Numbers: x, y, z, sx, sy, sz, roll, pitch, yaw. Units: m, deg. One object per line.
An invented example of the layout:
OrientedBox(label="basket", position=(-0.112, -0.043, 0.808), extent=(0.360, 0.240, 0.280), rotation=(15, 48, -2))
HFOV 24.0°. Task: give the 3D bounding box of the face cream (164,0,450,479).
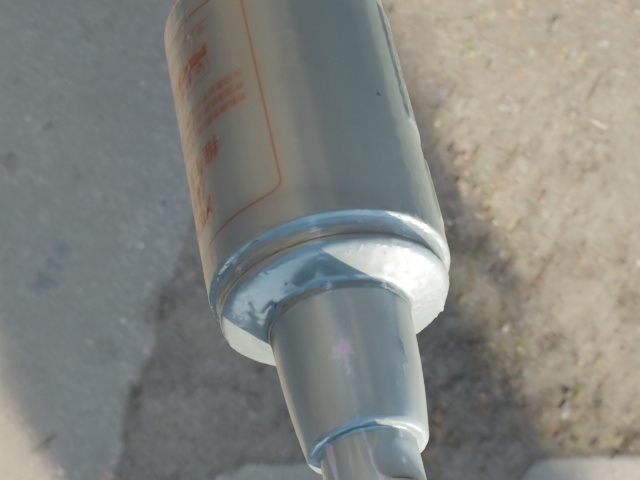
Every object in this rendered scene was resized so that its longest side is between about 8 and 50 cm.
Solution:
OrientedBox(label="face cream", position=(0.000, 0.000, 0.613), extent=(0.101, 0.251, 0.101), rotation=(-8, 146, -6))
